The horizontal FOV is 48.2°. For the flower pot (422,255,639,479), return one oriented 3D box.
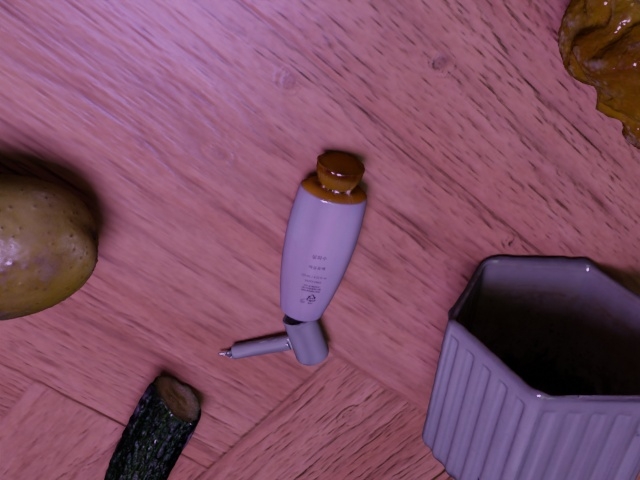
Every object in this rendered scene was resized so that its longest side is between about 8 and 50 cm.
[{"bbox_3d":[0.231,0.150,0.736,0.209,0.239,0.189,18,126,20],"label":"flower pot"}]

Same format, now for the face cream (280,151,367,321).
[{"bbox_3d":[0.000,0.000,0.719,0.072,0.051,0.182,10,122,-8],"label":"face cream"}]

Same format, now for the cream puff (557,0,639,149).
[{"bbox_3d":[0.315,-0.185,0.559,0.244,0.196,0.244,-3,151,-2],"label":"cream puff"}]

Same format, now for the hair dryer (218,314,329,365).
[{"bbox_3d":[-0.057,0.113,0.802,0.124,0.038,0.063,-11,121,12],"label":"hair dryer"}]

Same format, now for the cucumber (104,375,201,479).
[{"bbox_3d":[-0.214,0.263,0.862,0.077,0.077,0.265,22,119,-16],"label":"cucumber"}]

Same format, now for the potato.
[{"bbox_3d":[-0.330,-0.001,0.650,0.248,0.143,0.169,3,160,-10],"label":"potato"}]
